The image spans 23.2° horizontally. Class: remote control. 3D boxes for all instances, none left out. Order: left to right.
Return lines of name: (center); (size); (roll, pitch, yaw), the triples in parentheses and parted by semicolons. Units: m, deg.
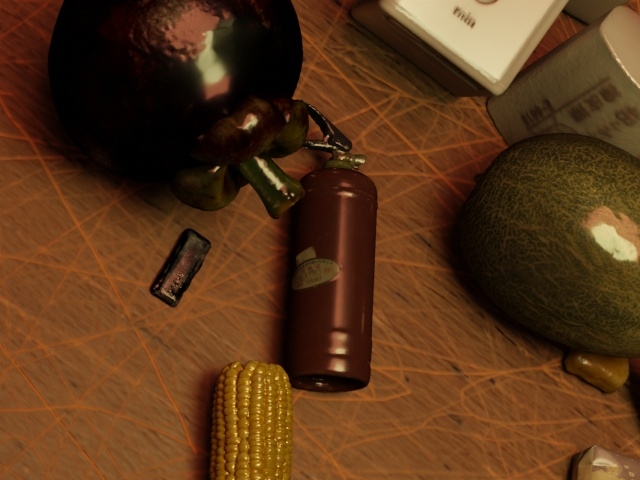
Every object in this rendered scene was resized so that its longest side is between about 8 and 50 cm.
remote control: (-0.160, 0.030, 1.814); (0.039, 0.014, 0.096); (35, 64, -12)

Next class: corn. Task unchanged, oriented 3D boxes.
corn: (-0.078, 0.255, 1.741); (0.093, 0.093, 0.244); (9, 73, -23)

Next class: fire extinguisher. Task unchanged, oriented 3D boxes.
fire extinguisher: (0.000, 0.000, 1.848); (0.138, 0.102, 0.344); (9, 71, -21)

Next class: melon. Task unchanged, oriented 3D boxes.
melon: (0.328, 0.008, 1.910); (0.329, 0.248, 0.248); (32, 63, 3)

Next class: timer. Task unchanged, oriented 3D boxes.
timer: (0.180, -0.309, 1.943); (0.192, 0.194, 0.195); (36, 87, -11)

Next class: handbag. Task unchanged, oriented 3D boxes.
handbag: (0.357, 0.349, 1.920); (0.117, 0.095, 0.173); (21, 59, -12)

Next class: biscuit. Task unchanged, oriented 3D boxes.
biscuit: (0.409, 0.129, 2.038); (0.174, 0.039, 0.183); (35, 63, -14)

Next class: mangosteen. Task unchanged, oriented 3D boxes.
mangosteen: (-0.152, -0.186, 1.716); (0.297, 0.297, 0.313); (3, 34, -24)

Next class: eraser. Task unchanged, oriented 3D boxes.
eraser: (0.346, -0.172, 1.966); (0.174, 0.270, 0.095); (44, 60, -8)

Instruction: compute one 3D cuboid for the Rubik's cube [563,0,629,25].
Rubik's cube: (0.353, -0.550, 2.042); (0.347, 0.347, 0.344); (29, 66, -16)
